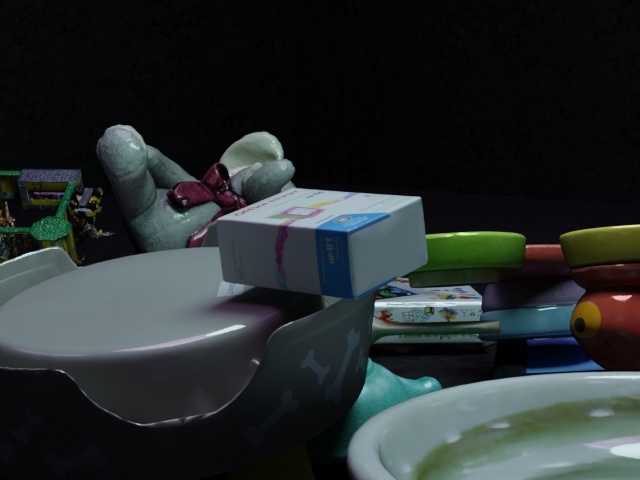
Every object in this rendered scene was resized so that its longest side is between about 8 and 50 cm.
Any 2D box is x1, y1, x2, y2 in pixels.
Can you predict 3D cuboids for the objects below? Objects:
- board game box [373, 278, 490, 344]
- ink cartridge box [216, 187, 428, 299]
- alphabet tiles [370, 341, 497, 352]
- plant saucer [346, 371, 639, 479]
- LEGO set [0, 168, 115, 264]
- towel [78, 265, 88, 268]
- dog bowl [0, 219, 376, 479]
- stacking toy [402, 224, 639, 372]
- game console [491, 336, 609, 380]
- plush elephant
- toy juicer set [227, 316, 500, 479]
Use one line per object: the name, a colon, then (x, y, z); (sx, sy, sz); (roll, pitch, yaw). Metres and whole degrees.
board game box: (0.093, 0.078, 1.581); (0.193, 0.053, 0.305); (0, 7, -3)
ink cartridge box: (0.000, 0.000, 0.885); (0.122, 0.052, 0.088); (4, 19, 39)
alphabet tiles: (0.136, 0.103, 1.633); (0.285, 0.011, 0.342); (5, 9, 37)
plant saucer: (0.215, 0.168, 0.750); (0.400, 0.100, 0.400); (0, 7, 0)
LEGO set: (-0.500, 0.013, 1.980); (0.331, 0.192, 0.255); (-4, 37, -2)
towel: (-0.231, 0.075, 1.280); (0.317, 0.053, 0.332); (-3, -14, -17)
dog bowl: (-0.122, 0.077, 0.950); (0.349, 0.102, 0.349); (-6, 16, 2)
stacking toy: (0.182, 0.067, 1.192); (0.279, 0.130, 0.309); (-2, -6, -12)
game console: (0.348, 0.123, 1.269); (0.342, 0.060, 0.386); (1, 7, 10)
plush elephant: (-0.128, -0.032, 1.710); (0.255, 0.272, 0.330); (-28, -12, -12)
toy juicer set: (-0.014, 0.139, 1.039); (0.209, 0.089, 0.329); (4, 19, 37)
